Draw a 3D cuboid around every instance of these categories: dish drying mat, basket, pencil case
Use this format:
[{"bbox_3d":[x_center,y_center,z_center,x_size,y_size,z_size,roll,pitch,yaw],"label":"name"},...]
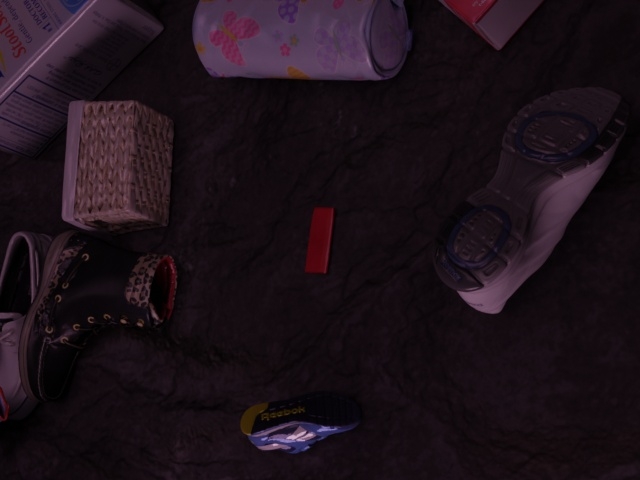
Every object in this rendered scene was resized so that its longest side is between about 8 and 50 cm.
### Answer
[{"bbox_3d":[0.000,0.000,1.543,0.032,0.008,0.083,2,81,29],"label":"dish drying mat"},{"bbox_3d":[-0.265,-0.098,1.647,0.103,0.113,0.167,-5,77,25],"label":"basket"},{"bbox_3d":[-0.026,-0.263,1.554,0.273,0.113,0.124,4,95,30],"label":"pencil case"}]

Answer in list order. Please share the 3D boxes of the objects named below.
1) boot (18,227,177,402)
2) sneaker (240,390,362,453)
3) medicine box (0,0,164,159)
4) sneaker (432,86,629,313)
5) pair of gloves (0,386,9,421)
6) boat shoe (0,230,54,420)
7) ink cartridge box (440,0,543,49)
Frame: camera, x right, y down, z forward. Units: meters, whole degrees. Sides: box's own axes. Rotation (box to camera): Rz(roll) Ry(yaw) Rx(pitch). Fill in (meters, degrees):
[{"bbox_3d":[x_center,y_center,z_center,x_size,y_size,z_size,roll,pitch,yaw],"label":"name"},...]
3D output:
[{"bbox_3d":[-0.292,0.109,1.632,0.179,0.085,0.236,10,84,27],"label":"boot"},{"bbox_3d":[-0.020,0.219,1.482,0.144,0.059,0.053,-8,43,11],"label":"sneaker"},{"bbox_3d":[-0.414,-0.313,1.754,0.289,0.149,0.263,-42,63,13],"label":"medicine box"},{"bbox_3d":[0.235,-0.047,1.374,0.111,0.129,0.297,36,78,31],"label":"sneaker"},{"bbox_3d":[-0.465,0.191,1.690,0.159,0.023,0.198,-44,61,51],"label":"pair of gloves"},{"bbox_3d":[-0.417,0.113,1.695,0.095,0.084,0.258,1,79,28],"label":"boat shoe"},{"bbox_3d":[0.176,-0.371,1.479,0.172,0.100,0.237,-48,62,10],"label":"ink cartridge box"}]
